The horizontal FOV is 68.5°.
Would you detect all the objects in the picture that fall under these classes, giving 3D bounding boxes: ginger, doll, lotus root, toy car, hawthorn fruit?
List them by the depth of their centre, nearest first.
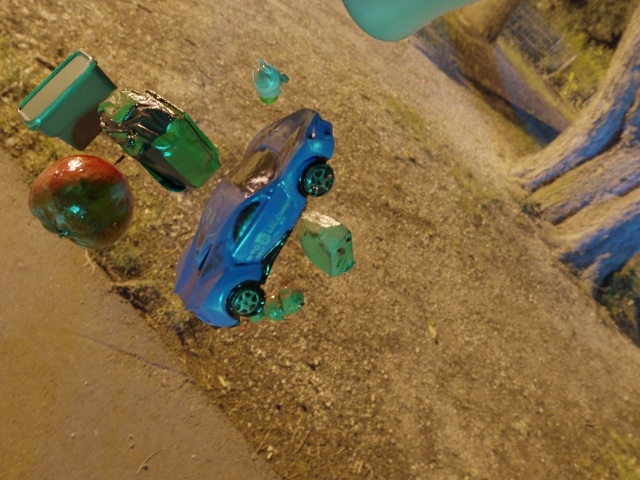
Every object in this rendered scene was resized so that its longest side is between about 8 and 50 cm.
[{"bbox_3d":[-0.064,-0.025,0.424,0.063,0.216,0.103,25,6,-40],"label":"toy car"},{"bbox_3d":[-0.002,0.003,0.934,0.070,0.143,0.144,-43,57,-15],"label":"lotus root"},{"bbox_3d":[-0.111,-0.364,1.063,0.084,0.127,0.073,-11,75,-7],"label":"doll"},{"bbox_3d":[-0.577,-0.122,1.188,0.241,0.242,0.272,31,63,-19],"label":"hawthorn fruit"},{"bbox_3d":[-0.134,0.189,1.389,0.080,0.204,0.104,-9,71,-59],"label":"ginger"}]

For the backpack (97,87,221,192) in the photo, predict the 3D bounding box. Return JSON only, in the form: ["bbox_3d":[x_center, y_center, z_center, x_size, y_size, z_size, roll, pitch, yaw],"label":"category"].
[{"bbox_3d":[-0.341,-0.213,0.974,0.253,0.140,0.207,33,-11,25],"label":"backpack"}]

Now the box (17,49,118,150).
[{"bbox_3d":[-0.727,-0.401,1.403,0.138,0.274,0.178,39,-6,32],"label":"box"}]

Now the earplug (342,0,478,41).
[{"bbox_3d":[0.165,-0.327,0.493,0.172,0.173,0.301,18,0,-34],"label":"earplug"}]
